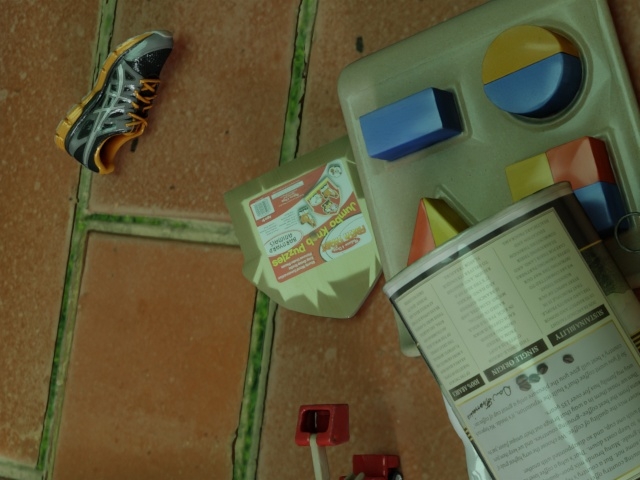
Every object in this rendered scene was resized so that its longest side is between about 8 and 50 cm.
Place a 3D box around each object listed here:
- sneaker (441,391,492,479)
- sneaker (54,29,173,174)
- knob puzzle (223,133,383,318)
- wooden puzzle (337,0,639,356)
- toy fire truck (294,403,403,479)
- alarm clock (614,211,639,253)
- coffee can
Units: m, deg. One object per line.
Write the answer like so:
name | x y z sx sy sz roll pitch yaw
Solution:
sneaker | 0.180 0.174 1.427 0.094 0.080 0.212 -19 91 16
sneaker | -0.245 -0.175 1.797 0.083 0.084 0.215 47 114 17
knob puzzle | 0.000 0.000 1.606 0.213 0.030 0.213 -3 80 19
wooden puzzle | 0.171 -0.084 1.463 0.322 0.080 0.348 -21 72 31
toy fire truck | 0.032 0.268 1.483 0.047 0.135 0.192 -7 79 35
alarm clock | 0.353 -0.057 1.329 0.192 0.064 0.129 -41 77 11
coffee can | 0.209 0.113 1.294 0.201 0.201 0.275 -33 82 28
